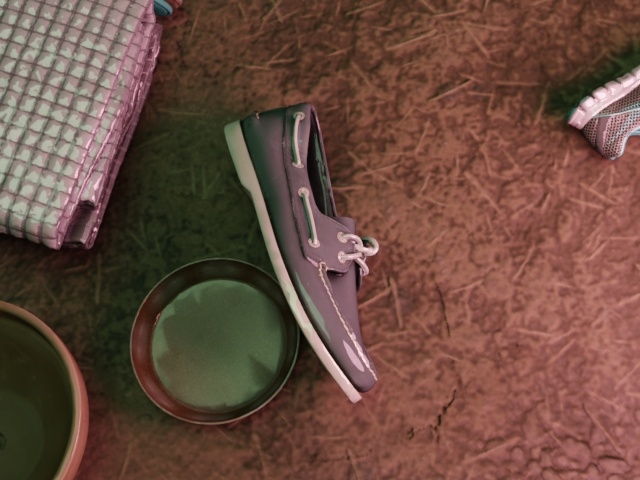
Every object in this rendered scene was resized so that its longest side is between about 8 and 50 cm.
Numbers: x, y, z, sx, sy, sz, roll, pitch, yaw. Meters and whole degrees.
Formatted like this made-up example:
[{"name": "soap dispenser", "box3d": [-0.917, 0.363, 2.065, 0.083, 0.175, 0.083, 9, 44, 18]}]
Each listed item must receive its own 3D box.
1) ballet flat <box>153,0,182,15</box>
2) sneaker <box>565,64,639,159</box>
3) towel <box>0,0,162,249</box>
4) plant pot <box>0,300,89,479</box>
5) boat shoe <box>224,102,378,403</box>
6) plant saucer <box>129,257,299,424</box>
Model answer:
[{"name": "ballet flat", "box3d": [-0.282, -0.332, 1.228, 0.316, 0.107, 0.106, 16, 85, -26]}, {"name": "sneaker", "box3d": [0.331, -0.139, 1.178, 0.166, 0.065, 0.076, -32, 85, -2]}, {"name": "towel", "box3d": [-0.311, -0.135, 1.213, 0.235, 0.121, 0.283, 15, 72, 3]}, {"name": "plant pot", "box3d": [-0.323, 0.181, 1.107, 0.237, 0.110, 0.237, -3, 70, 7]}, {"name": "boat shoe", "box3d": [0.000, 0.000, 1.132, 0.099, 0.116, 0.319, -24, 63, 2]}, {"name": "plant saucer", "box3d": [-0.102, 0.100, 1.153, 0.168, 0.029, 0.168, -2, 69, 6]}]
